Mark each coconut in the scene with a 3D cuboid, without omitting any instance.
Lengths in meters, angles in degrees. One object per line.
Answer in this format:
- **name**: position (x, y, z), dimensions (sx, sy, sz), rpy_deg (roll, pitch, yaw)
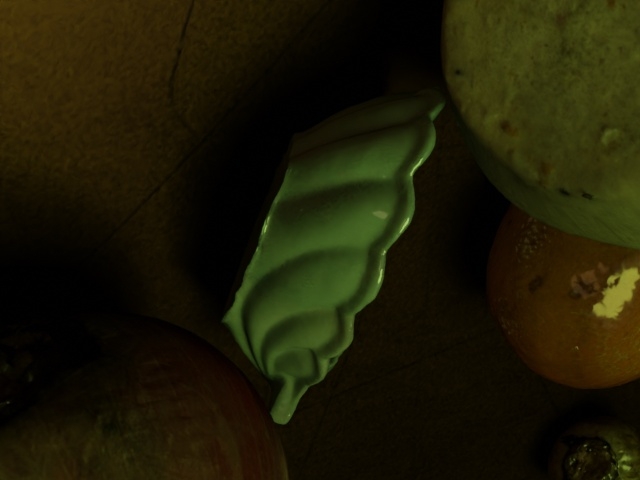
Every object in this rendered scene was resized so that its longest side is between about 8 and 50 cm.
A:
- **coconut**: position (0.281, -0.159, 1.061), dimensions (0.360, 0.346, 0.346), rpy_deg (-9, 129, -47)

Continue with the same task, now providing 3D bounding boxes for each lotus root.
- **lotus root**: position (0.312, 0.251, 1.583), dimensions (0.108, 0.094, 0.191), rpy_deg (-29, 148, 16)

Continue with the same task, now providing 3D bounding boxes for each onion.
- **onion**: position (-0.199, 0.195, 1.030), dimensions (0.354, 0.353, 0.353), rpy_deg (-20, 132, -23)

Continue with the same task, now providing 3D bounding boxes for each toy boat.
- **toy boat**: position (0.000, 0.000, 1.111), dimensions (0.100, 0.199, 0.290), rpy_deg (20, 119, -5)

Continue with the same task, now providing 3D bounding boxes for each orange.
- **orange**: position (0.247, 0.025, 1.295), dimensions (0.224, 0.170, 0.224), rpy_deg (-29, 139, -29)
